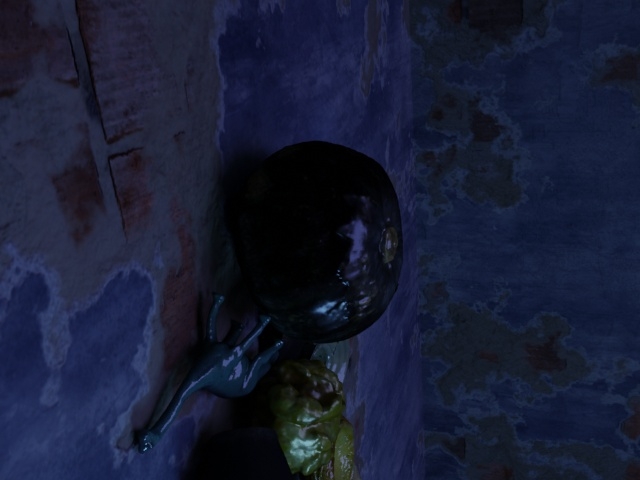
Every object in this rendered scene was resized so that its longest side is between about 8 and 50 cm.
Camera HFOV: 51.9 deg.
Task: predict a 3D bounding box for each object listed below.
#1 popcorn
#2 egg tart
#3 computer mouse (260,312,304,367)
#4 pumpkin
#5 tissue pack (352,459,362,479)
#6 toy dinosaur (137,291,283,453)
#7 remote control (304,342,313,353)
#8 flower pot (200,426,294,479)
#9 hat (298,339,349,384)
[{"bbox_3d":[-0.056,0.382,1.511,0.241,0.235,0.250,-61,-171,23],"label":"popcorn"},{"bbox_3d":[0.017,0.641,1.911,0.294,0.123,0.293,-1,90,-73],"label":"egg tart"},{"bbox_3d":[-0.080,0.239,1.635,0.168,0.087,0.295,-11,106,-70],"label":"computer mouse"},{"bbox_3d":[0.000,0.000,1.453,0.454,0.344,0.454,-2,90,-66],"label":"pumpkin"},{"bbox_3d":[0.060,0.815,2.091,0.222,0.090,0.186,-67,150,-45],"label":"tissue pack"},{"bbox_3d":[-0.205,0.304,1.317,0.330,0.129,0.383,-66,154,-23],"label":"toy dinosaur"},{"bbox_3d":[-0.036,0.392,1.869,0.059,0.028,0.212,-13,104,-66],"label":"remote control"},{"bbox_3d":[-0.151,0.464,1.326,0.235,0.235,0.148,57,21,-58],"label":"flower pot"},{"bbox_3d":[-0.023,0.338,1.774,0.252,0.110,0.251,-30,126,-55],"label":"hat"}]
